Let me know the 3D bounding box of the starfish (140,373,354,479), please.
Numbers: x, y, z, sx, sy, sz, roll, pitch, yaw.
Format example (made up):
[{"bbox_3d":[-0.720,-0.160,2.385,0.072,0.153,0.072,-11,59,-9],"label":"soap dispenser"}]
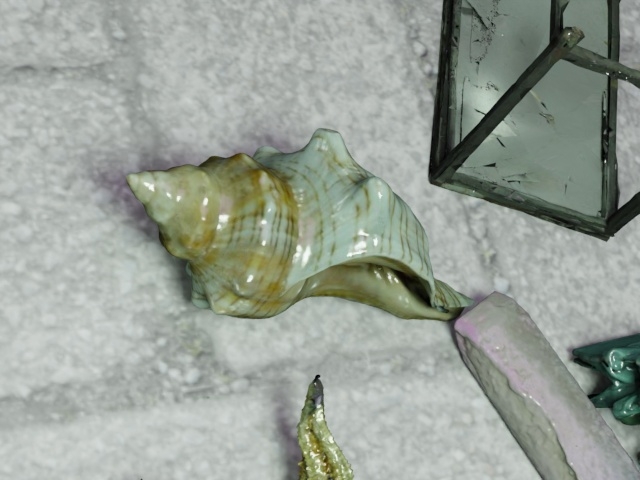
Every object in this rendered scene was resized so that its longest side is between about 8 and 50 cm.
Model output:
[{"bbox_3d":[-0.020,0.312,1.371,0.358,0.078,0.347,-42,90,-25],"label":"starfish"}]

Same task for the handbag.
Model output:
[{"bbox_3d":[0.417,0.127,1.591,0.274,0.269,0.100,-11,94,-29],"label":"handbag"}]

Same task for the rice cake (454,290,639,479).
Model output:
[{"bbox_3d":[0.251,0.225,1.567,0.070,0.064,0.399,-27,77,-28],"label":"rice cake"}]

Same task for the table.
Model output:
[{"bbox_3d":[0.275,-0.228,1.704,0.222,0.272,0.335,18,57,-18],"label":"table"}]

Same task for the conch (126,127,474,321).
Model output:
[{"bbox_3d":[-0.001,-0.014,1.499,0.386,0.203,0.169,2,85,-35],"label":"conch"}]
